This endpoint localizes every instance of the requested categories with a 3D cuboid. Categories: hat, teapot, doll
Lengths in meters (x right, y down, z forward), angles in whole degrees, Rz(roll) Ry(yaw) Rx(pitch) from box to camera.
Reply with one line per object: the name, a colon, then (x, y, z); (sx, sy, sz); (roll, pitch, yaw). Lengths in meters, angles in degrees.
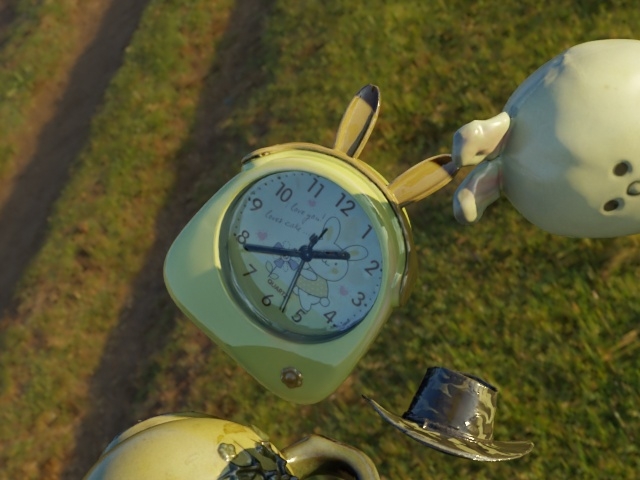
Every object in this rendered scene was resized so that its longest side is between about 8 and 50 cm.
hat: (0.084, 0.109, 0.788); (0.121, 0.121, 0.050); (12, 84, 50)
teapot: (-0.077, 0.224, 0.870); (0.269, 0.173, 0.182); (-14, 40, -9)
doll: (0.213, -0.063, 0.774); (0.275, 0.155, 0.113); (-2, 41, -3)

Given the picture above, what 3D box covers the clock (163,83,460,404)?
clock: (0.000, 0.000, 0.916); (0.232, 0.170, 0.069); (-50, -7, 24)
